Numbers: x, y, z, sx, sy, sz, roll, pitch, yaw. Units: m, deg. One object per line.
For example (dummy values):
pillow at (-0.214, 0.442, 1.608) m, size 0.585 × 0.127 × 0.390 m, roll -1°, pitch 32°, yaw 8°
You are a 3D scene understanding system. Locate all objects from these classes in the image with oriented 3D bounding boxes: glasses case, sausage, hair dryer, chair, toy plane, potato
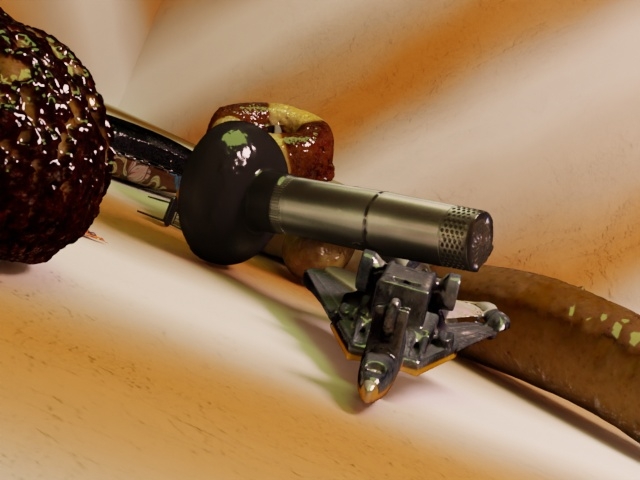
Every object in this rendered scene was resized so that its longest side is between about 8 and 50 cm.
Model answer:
glasses case at (-0.289, -0.133, 1.637) m, size 0.321 × 0.082 × 0.122 m, roll 18°, pitch 6°, yaw -42°
sausage at (0.298, 0.129, 1.251) m, size 0.501 × 0.136 × 0.123 m, roll 27°, pitch 23°, yaw 37°
hair dryer at (0.028, 0.037, 1.201) m, size 0.320 × 0.156 × 0.284 m, roll 19°, pitch -42°, yaw 25°
chair at (-0.175, -0.033, 1.354) m, size 0.086 × 0.037 × 0.042 m, roll 19°, pitch -7°, yaw -2°
toy plane at (0.061, 0.070, 0.956) m, size 0.204 × 0.103 × 0.316 m, roll 13°, pitch 4°, yaw 7°
potato at (0.000, 0.000, 1.395) m, size 0.091 × 0.070 × 0.138 m, roll -2°, pitch 35°, yaw 15°

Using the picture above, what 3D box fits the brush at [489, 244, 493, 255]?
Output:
brush at (0.064, -0.025, 1.350) m, size 0.323 × 0.051 × 0.070 m, roll 8°, pitch 39°, yaw -20°

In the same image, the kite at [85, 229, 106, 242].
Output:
kite at (-0.310, -0.044, 1.020) m, size 0.222 × 0.008 × 0.125 m, roll 24°, pitch 7°, yaw 13°

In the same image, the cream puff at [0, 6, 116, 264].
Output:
cream puff at (-0.257, -0.087, 0.789) m, size 0.239 × 0.165 × 0.239 m, roll 26°, pitch 5°, yaw -2°

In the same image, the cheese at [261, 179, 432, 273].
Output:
cheese at (-0.004, -0.019, 1.525) m, size 0.328 × 0.129 × 0.351 m, roll 14°, pitch 9°, yaw -34°

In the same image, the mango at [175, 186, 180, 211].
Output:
mango at (-0.121, -0.037, 1.410) m, size 0.127 × 0.077 × 0.063 m, roll 17°, pitch -10°, yaw -8°

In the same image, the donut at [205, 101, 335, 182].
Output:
donut at (-0.064, -0.127, 1.476) m, size 0.184 × 0.073 × 0.166 m, roll 4°, pitch 30°, yaw -15°
